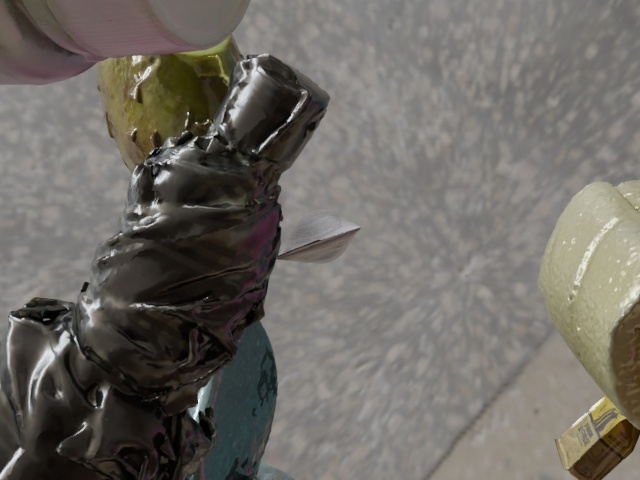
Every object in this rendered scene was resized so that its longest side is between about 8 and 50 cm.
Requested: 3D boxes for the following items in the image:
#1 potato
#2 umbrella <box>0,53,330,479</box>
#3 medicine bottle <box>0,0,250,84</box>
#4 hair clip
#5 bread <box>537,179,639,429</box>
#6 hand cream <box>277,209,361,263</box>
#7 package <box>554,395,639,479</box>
[{"bbox_3d":[-0.144,-0.145,1.614,0.298,0.141,0.176,61,139,18],"label":"potato"},{"bbox_3d":[-0.102,0.039,0.938,0.154,0.128,0.337,33,105,37],"label":"umbrella"},{"bbox_3d":[-0.221,-0.238,1.266,0.302,0.241,0.241,2,89,27],"label":"medicine bottle"},{"bbox_3d":[-0.124,0.304,1.643,0.392,0.238,0.318,53,50,-32],"label":"hair clip"},{"bbox_3d":[0.230,0.043,1.093,0.148,0.141,0.134,14,110,-19],"label":"bread"},{"bbox_3d":[0.000,0.000,1.598,0.084,0.142,0.053,-21,95,3],"label":"hand cream"},{"bbox_3d":[0.326,0.211,1.876,0.047,0.071,0.131,39,104,-15],"label":"package"}]
